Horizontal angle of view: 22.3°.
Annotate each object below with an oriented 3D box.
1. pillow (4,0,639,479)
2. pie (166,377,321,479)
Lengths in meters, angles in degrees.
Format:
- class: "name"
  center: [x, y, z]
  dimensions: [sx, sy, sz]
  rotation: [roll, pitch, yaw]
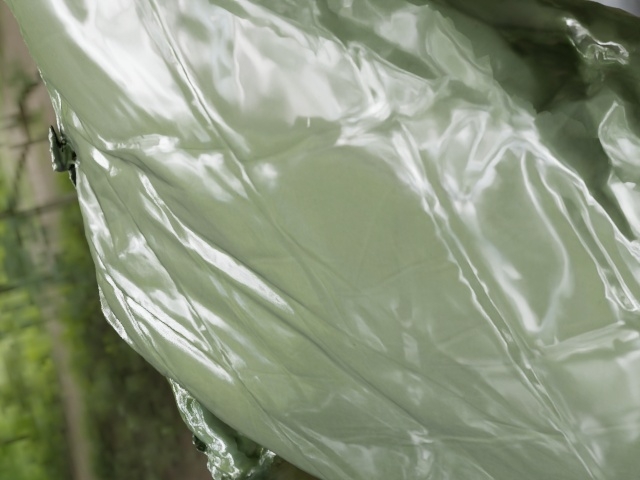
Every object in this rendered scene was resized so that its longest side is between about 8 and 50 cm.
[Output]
- class: "pillow"
  center: [0.022, 0.003, 0.465]
  dimensions: [0.274, 0.076, 0.281]
  rotation: [29, 153, 24]
- class: "pie"
  center: [0.000, 0.000, 0.766]
  dimensions: [0.071, 0.306, 0.306]
  rotation: [-19, 86, 33]
